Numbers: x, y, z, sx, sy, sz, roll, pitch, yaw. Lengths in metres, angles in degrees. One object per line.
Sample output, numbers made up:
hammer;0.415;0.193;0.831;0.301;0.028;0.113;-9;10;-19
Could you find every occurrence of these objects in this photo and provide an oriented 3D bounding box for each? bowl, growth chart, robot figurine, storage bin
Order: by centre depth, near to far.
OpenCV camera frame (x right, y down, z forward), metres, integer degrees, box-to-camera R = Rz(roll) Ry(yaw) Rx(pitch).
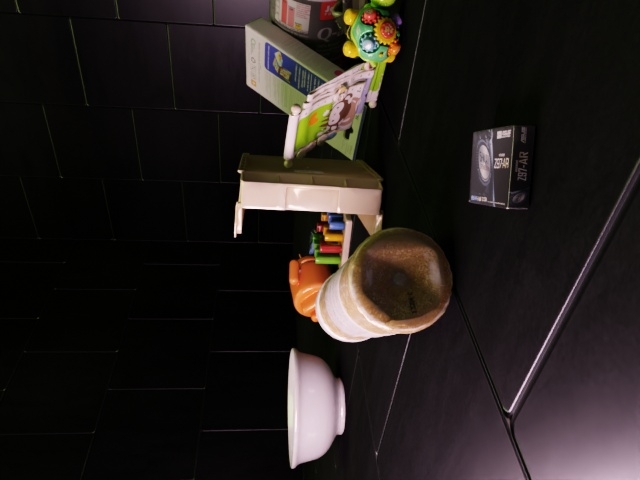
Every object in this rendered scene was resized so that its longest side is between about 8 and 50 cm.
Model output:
growth chart;0.026;-0.231;0.931;0.021;0.237;0.172;46;160;19
storage bin;-0.028;-0.086;1.031;0.260;0.263;0.123;-108;22;-71
bowl;-0.012;0.429;1.369;0.298;0.134;0.297;-178;90;-84
robot figurine;-0.024;0.129;1.519;0.219;0.158;0.128;-107;28;-53

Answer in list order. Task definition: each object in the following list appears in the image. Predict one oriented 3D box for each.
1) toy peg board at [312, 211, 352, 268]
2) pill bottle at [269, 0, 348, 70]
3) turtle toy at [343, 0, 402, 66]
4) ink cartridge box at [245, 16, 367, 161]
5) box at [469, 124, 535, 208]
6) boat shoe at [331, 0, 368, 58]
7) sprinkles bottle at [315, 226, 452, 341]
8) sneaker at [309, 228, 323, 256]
toy peg board;0.026;-0.021;1.366;0.161;0.079;0.160;-99;12;-58
pill bottle;-0.016;-0.567;1.246;0.362;0.210;0.210;101;169;-58
turtle toy;0.090;-0.341;0.833;0.066;0.095;0.130;17;108;61
ink cartridge box;-0.031;-0.355;1.242;0.371;0.069;0.175;41;151;19
box;0.154;-0.063;0.456;0.083;0.018;0.067;-124;35;-80
boat shoe;0.060;-0.487;1.117;0.223;0.074;0.080;93;176;-57
sprinkles bottle;0.069;0.078;0.744;0.355;0.121;0.121;117;153;-76
sneaker;0.000;0.000;1.592;0.232;0.082;0.090;117;148;-77
